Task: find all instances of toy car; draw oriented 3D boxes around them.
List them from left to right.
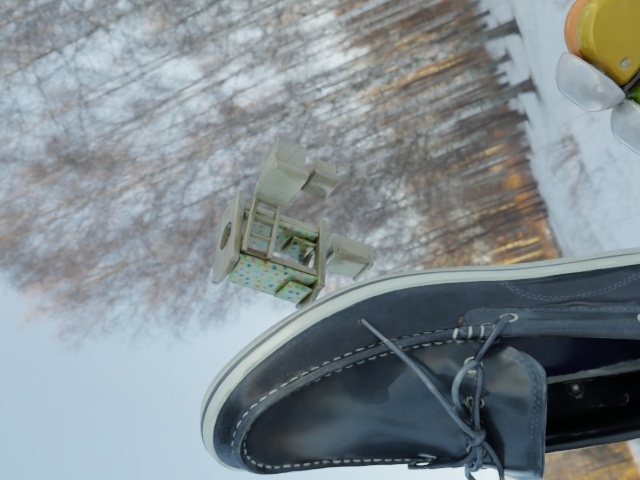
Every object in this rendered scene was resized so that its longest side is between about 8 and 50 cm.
[{"bbox_3d":[0.327,-0.187,0.822,0.182,0.159,0.136,35,-167,-12],"label":"toy car"}]

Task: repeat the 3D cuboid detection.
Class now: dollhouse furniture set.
[{"bbox_3d":[0.000,0.000,0.867,0.182,0.161,0.101,18,-130,-21],"label":"dollhouse furniture set"}]

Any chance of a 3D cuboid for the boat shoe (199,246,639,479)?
[{"bbox_3d":[0.141,0.128,0.719,0.156,0.500,0.187,-108,10,-53],"label":"boat shoe"}]
